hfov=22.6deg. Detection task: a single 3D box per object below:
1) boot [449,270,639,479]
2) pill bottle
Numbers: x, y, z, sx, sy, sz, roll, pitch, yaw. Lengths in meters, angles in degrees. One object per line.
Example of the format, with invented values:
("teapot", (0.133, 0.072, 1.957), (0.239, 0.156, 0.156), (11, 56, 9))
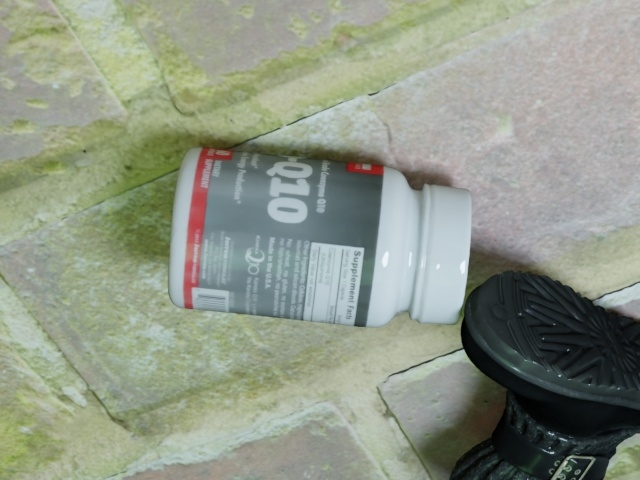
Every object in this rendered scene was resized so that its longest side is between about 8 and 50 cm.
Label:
("boot", (0.209, 0.180, 1.659), (0.348, 0.131, 0.260), (22, 127, -38))
("pill bottle", (0.000, 0.000, 1.577), (0.283, 0.161, 0.161), (6, 126, 0))
